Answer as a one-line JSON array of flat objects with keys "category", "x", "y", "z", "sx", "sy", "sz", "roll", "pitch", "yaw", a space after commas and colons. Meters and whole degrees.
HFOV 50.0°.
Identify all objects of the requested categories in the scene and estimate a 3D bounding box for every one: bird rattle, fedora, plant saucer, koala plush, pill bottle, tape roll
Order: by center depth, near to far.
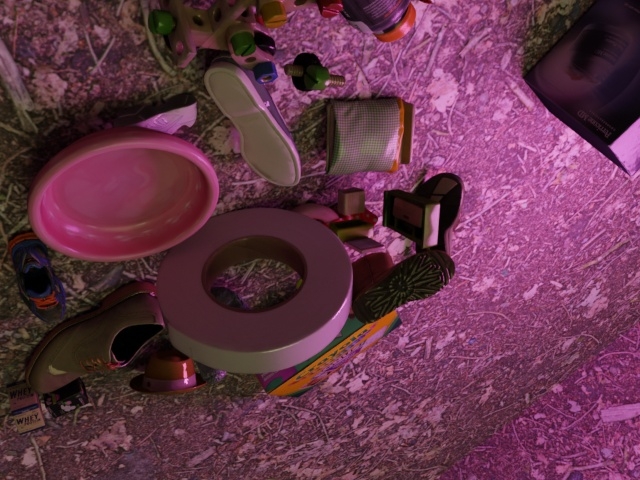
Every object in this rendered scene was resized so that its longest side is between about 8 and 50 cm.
[{"category": "pill bottle", "x": 0.072, "y": -0.445, "z": 1.171, "sx": 0.130, "sy": 0.130, "sz": 0.245, "roll": -43, "pitch": 138, "yaw": 11}, {"category": "plant saucer", "x": -0.354, "y": -0.088, "z": 1.239, "sx": 0.332, "sy": 0.084, "sz": 0.332, "roll": -16, "pitch": 147, "yaw": -11}, {"category": "tape roll", "x": -0.129, "y": 0.086, "z": 1.360, "sx": 0.392, "sy": 0.392, "sz": 0.072, "roll": -18, "pitch": 137, "yaw": -18}, {"category": "bird rattle", "x": 0.000, "y": 0.000, "z": 1.567, "sx": 0.207, "sy": 0.143, "sz": 0.253, "roll": 26, "pitch": 110, "yaw": -28}, {"category": "fedora", "x": -0.357, "y": 0.306, "z": 1.621, "sx": 0.194, "sy": 0.194, "sz": 0.079, "roll": -3, "pitch": 94, "yaw": -31}, {"category": "koala plush", "x": -0.222, "y": 0.223, "z": 1.623, "sx": 0.196, "sy": 0.203, "sz": 0.221, "roll": -37, "pitch": 161, "yaw": -9}]

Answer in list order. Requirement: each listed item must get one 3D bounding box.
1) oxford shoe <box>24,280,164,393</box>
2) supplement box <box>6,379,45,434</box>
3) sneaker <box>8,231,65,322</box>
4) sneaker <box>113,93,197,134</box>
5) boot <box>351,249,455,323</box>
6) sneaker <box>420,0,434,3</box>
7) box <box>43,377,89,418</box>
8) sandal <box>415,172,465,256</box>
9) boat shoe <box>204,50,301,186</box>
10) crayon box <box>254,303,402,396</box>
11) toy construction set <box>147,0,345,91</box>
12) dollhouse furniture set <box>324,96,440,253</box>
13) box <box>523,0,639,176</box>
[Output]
[{"category": "oxford shoe", "x": -0.484, "y": 0.231, "z": 1.464, "sx": 0.348, "sy": 0.130, "sz": 0.123, "roll": -38, "pitch": 139, "yaw": 5}, {"category": "supplement box", "x": -0.653, "y": 0.368, "z": 1.523, "sx": 0.056, "sy": 0.083, "sz": 0.083, "roll": -15, "pitch": 135, "yaw": -22}, {"category": "sneaker", "x": -0.545, "y": 0.090, "z": 1.322, "sx": 0.083, "sy": 0.087, "sz": 0.221, "roll": -19, "pitch": 137, "yaw": -16}, {"category": "sneaker", "x": -0.290, "y": -0.212, "z": 1.222, "sx": 0.152, "sy": 0.054, "sz": 0.061, "roll": -17, "pitch": 139, "yaw": -19}, {"category": "boot", "x": 0.153, "y": 0.067, "z": 1.475, "sx": 0.236, "sy": 0.269, "sz": 0.089, "roll": -26, "pitch": 100, "yaw": 4}, {"category": "sneaker", "x": 0.164, "y": -0.501, "z": 1.245, "sx": 0.175, "sy": 0.064, "sz": 0.067, "roll": 24, "pitch": 93, "yaw": -50}, {"category": "box", "x": -0.584, "y": 0.355, "z": 1.571, "sx": 0.083, "sy": 0.062, "sz": 0.052, "roll": -23, "pitch": 137, "yaw": -12}, {"category": "sandal", "x": 0.302, "y": -0.055, "z": 1.733, "sx": 0.086, "sy": 0.120, "sz": 0.303, "roll": -42, "pitch": 150, "yaw": -35}, {"category": "boat shoe", "x": -0.106, "y": -0.228, "z": 1.281, "sx": 0.116, "sy": 0.099, "sz": 0.319, "roll": 0, "pitch": 144, "yaw": 26}, {"category": "crayon box", "x": 0.027, "y": 0.260, "z": 1.759, "sx": 0.363, "sy": 0.106, "sz": 0.313, "roll": -36, "pitch": 163, "yaw": 1}, {"category": "toy construction set", "x": -0.122, "y": -0.379, "z": 1.011, "sx": 0.237, "sy": 0.257, "sz": 0.309, "roll": -3, "pitch": 99, "yaw": -35}, {"category": "dollhouse furniture set", "x": 0.128, "y": -0.136, "z": 1.419, "sx": 0.197, "sy": 0.151, "sz": 0.301, "roll": -10, "pitch": 112, "yaw": -27}, {"category": "box", "x": 0.674, "y": -0.358, "z": 1.519, "sx": 0.294, "sy": 0.296, "sz": 0.183, "roll": -48, "pitch": 138, "yaw": 16}]
